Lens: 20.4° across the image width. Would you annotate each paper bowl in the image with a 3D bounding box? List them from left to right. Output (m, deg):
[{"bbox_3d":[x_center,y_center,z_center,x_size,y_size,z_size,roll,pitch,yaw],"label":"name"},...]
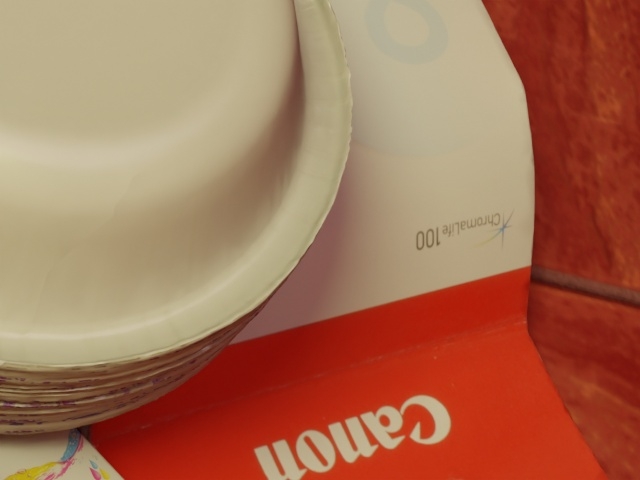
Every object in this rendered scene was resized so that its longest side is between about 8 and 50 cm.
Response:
[{"bbox_3d":[-0.122,-0.074,0.734,0.284,0.148,0.284,10,62,-19],"label":"paper bowl"}]

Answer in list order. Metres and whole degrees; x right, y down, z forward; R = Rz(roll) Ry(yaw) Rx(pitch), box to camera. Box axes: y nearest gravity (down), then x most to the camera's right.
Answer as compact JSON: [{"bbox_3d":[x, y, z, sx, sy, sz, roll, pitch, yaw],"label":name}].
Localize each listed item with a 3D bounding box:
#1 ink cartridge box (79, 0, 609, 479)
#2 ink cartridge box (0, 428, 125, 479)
[{"bbox_3d":[0.000,0.000,0.914,0.308,0.091,0.385,-13,70,-39],"label":"ink cartridge box"},{"bbox_3d":[-0.141,0.114,0.762,0.122,0.052,0.088,46,44,-3],"label":"ink cartridge box"}]
